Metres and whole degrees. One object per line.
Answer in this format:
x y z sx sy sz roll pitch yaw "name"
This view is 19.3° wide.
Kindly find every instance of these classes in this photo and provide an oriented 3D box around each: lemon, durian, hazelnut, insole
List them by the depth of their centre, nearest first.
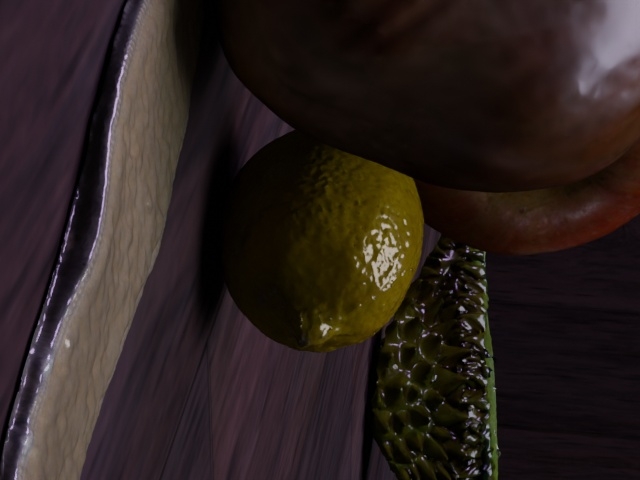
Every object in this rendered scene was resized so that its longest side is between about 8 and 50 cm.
-0.059 0.001 0.544 0.081 0.011 0.248 87 10 -49 "insole"
0.037 -0.117 0.666 0.186 0.210 0.210 -144 -125 -70 "hazelnut"
0.000 0.000 0.745 0.110 0.082 0.082 -77 169 -53 "lemon"
0.095 0.130 1.521 0.132 0.107 0.375 70 24 -79 "durian"

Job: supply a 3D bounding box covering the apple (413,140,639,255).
0.120 -0.130 1.053 0.242 0.242 0.241 87 8 -45 "apple"
